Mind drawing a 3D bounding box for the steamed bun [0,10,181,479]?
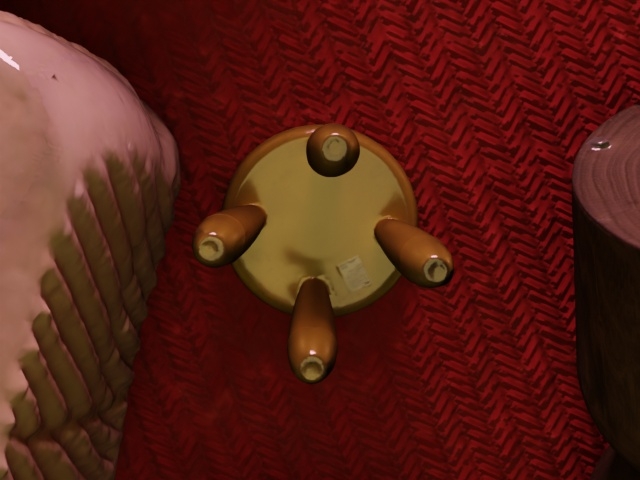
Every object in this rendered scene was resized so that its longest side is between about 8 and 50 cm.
[{"bbox_3d":[-0.221,0.009,0.862,0.272,0.290,0.273,15,82,2],"label":"steamed bun"}]

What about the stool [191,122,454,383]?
[{"bbox_3d":[0.000,0.000,0.944,0.135,0.110,0.134,6,100,-3],"label":"stool"}]

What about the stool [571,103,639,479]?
[{"bbox_3d":[0.217,0.075,0.884,0.179,0.179,0.264,-7,123,1],"label":"stool"}]
